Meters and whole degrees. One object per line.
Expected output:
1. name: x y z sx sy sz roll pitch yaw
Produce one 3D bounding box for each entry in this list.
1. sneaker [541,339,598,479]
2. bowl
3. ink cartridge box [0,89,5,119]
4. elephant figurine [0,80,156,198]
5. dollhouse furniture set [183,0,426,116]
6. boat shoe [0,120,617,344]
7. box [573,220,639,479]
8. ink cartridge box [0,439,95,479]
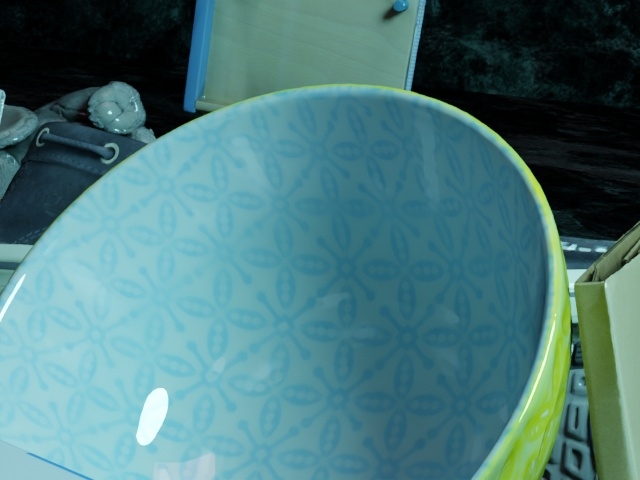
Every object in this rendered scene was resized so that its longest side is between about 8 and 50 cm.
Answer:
1. sneaker: 0.252 0.133 0.861 0.297 0.111 0.129 12 -7 21
2. bowl: -0.007 0.084 0.686 0.289 0.289 0.156 17 -26 37
3. ink cartridge box: -0.428 -0.089 1.077 0.307 0.129 0.223 3 -14 27
4. elephant figurine: -0.264 -0.050 1.240 0.239 0.169 0.186 -16 -8 -21
5. dollhouse furniture set: 0.043 -0.118 1.318 0.286 0.303 0.198 10 14 13
6. boat shoe: 0.000 0.000 0.976 0.500 0.156 0.187 5 -18 18
7. box: 0.157 0.100 0.683 0.021 0.201 0.164 -5 9 24
8. ink cartridge box: -0.123 0.142 0.533 0.088 0.122 0.052 15 19 32
